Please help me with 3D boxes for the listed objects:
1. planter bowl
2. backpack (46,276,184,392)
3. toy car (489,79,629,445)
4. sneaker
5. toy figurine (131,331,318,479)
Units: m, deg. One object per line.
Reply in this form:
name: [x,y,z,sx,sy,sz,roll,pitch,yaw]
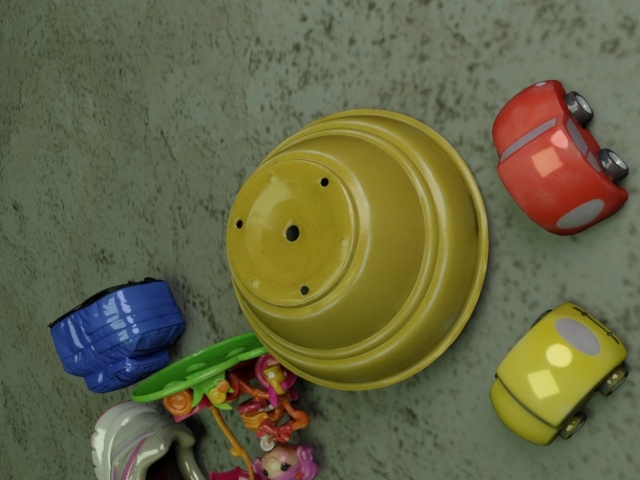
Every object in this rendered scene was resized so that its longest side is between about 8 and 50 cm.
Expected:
planter bowl: [0.000,0.000,0.472,0.217,0.090,0.217,-4,82,30]
backpack: [-0.203,0.098,0.704,0.120,0.098,0.101,-33,82,26]
toy car: [0.190,0.024,0.367,0.225,0.053,0.238,5,99,42]
sneaker: [-0.172,0.298,0.694,0.111,0.103,0.252,-7,91,44]
toy figurine: [-0.058,0.172,0.594,0.173,0.130,0.159,-23,94,17]
